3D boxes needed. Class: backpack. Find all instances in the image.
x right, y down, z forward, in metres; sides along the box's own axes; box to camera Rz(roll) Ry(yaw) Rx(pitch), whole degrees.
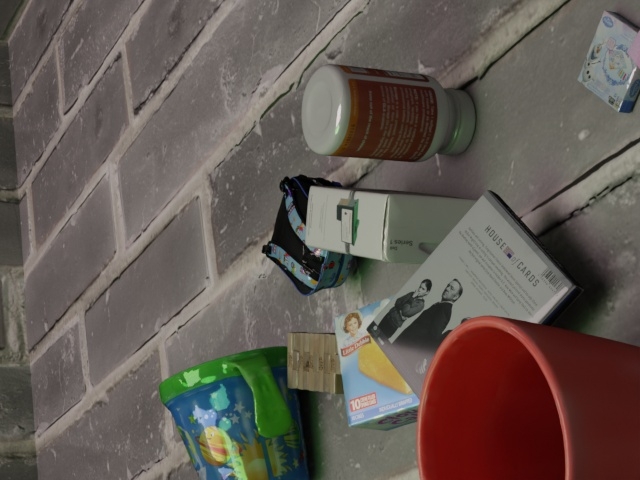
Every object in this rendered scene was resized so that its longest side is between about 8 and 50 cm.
[{"bbox_3d":[0.000,0.000,2.064,0.173,0.117,0.158,52,132,52],"label":"backpack"}]

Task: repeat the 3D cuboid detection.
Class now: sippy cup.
[{"bbox_3d":[-0.124,0.312,2.186,0.305,0.240,0.224,29,-138,-71],"label":"sippy cup"}]

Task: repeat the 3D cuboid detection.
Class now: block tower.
[{"bbox_3d":[0.067,0.180,1.952,0.335,0.097,0.090,-3,85,60],"label":"block tower"}]

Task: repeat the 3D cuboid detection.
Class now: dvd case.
[{"bbox_3d":[0.179,0.084,1.608,0.238,0.030,0.179,-50,53,17],"label":"dvd case"}]

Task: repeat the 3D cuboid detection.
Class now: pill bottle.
[{"bbox_3d":[0.093,-0.166,1.796,0.121,0.216,0.121,-11,77,62],"label":"pill bottle"}]

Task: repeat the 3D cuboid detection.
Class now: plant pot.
[{"bbox_3d":[0.270,0.217,1.400,0.275,0.243,0.274,-10,79,61],"label":"plant pot"}]

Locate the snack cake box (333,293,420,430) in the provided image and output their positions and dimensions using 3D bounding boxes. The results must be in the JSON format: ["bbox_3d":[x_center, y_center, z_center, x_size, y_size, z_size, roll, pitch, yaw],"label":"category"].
[{"bbox_3d":[0.152,0.135,1.695,0.264,0.089,0.152,-23,66,33],"label":"snack cake box"}]

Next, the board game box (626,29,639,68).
[{"bbox_3d":[0.459,-0.209,1.268,0.318,0.066,0.318,-65,35,36],"label":"board game box"}]

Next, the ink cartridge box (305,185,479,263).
[{"bbox_3d":[0.100,-0.022,1.832,0.219,0.160,0.092,9,96,61],"label":"ink cartridge box"}]

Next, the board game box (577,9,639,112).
[{"bbox_3d":[0.341,-0.206,1.541,0.090,0.020,0.090,53,134,50],"label":"board game box"}]
